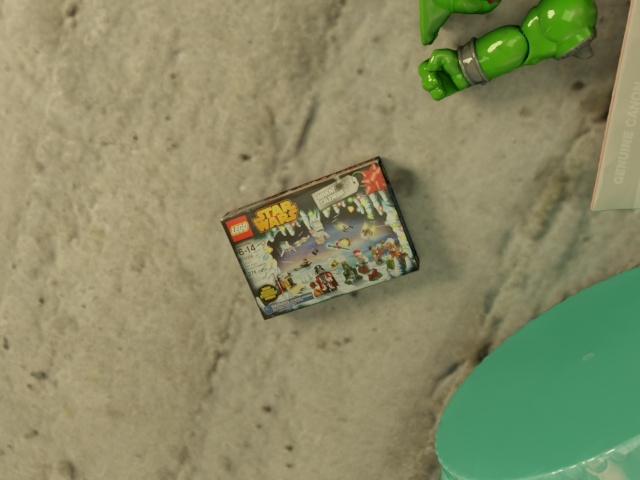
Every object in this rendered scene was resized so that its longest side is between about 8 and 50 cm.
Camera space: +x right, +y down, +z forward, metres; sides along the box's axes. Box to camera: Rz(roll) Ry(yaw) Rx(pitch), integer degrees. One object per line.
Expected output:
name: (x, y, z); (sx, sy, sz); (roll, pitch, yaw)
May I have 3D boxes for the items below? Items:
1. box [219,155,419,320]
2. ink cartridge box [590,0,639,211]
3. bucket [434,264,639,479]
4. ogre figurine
box: (0.000, 0.000, 0.565); (0.137, 0.027, 0.093); (-20, 102, 14)
ink cartridge box: (0.305, -0.152, 0.402); (0.261, 0.066, 0.296); (0, 128, 7)
bucket: (0.222, 0.146, 0.458); (0.281, 0.281, 0.183); (-35, 93, 16)
ogre figurine: (0.127, -0.189, 0.455); (0.118, 0.097, 0.196); (9, 97, 17)
